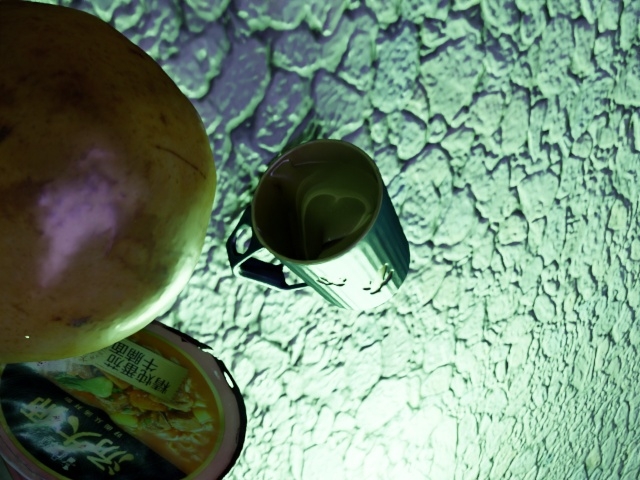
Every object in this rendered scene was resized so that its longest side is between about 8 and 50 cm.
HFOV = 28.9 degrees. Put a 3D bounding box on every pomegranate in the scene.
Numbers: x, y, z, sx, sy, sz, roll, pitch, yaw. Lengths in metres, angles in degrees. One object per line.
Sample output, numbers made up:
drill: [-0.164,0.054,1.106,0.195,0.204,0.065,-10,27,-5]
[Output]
pomegranate: [-0.200,-0.033,0.859,0.264,0.264,0.264,-28,140,-27]

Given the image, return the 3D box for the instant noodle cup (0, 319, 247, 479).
instant noodle cup: [-0.213,0.227,1.137,0.244,0.244,0.255,-14,140,-39]

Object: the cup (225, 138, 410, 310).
cup: [0.000,0.000,1.230,0.176,0.131,0.155,-21,150,11]
